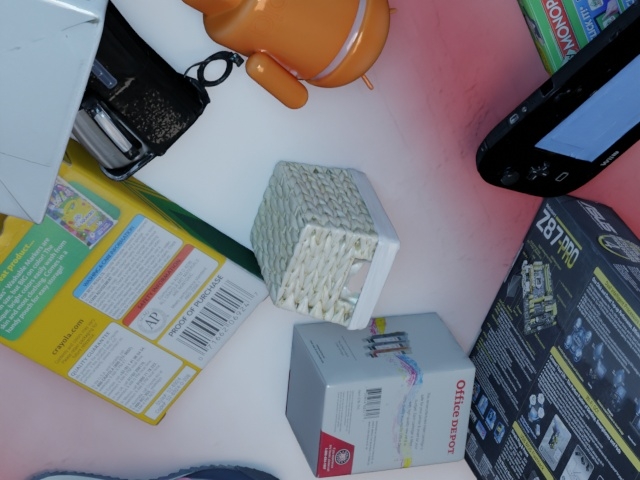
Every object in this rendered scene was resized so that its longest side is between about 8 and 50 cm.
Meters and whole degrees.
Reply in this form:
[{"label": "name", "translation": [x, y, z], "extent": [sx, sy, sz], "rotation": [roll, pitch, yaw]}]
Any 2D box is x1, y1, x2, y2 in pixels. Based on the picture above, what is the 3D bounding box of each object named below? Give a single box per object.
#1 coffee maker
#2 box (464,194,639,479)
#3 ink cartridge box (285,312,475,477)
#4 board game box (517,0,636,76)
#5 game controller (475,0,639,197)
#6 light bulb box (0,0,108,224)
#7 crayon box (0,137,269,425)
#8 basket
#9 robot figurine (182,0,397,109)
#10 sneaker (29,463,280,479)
[{"label": "coffee maker", "translation": [-0.200, -0.176, 1.712], "extent": [0.171, 0.120, 0.178], "rotation": [-52, 127, -15]}, {"label": "box", "translation": [0.282, 0.175, 1.905], "extent": [0.097, 0.395, 0.318], "rotation": [11, 114, -23]}, {"label": "ink cartridge box", "translation": [0.066, 0.169, 1.985], "extent": [0.176, 0.127, 0.128], "rotation": [-4, 120, -17]}, {"label": "board game box", "translation": [0.278, -0.337, 1.813], "extent": [0.213, 0.046, 0.317], "rotation": [-28, 125, -1]}, {"label": "game controller", "translation": [0.308, -0.151, 1.860], "extent": [0.166, 0.067, 0.319], "rotation": [19, 133, -37]}, {"label": "light bulb box", "translation": [-0.333, -0.250, 1.389], "extent": [0.358, 0.361, 0.225], "rotation": [16, 133, -12]}, {"label": "crayon box", "translation": [-0.236, 0.031, 1.825], "extent": [0.323, 0.083, 0.203], "rotation": [33, 104, -32]}, {"label": "basket", "translation": [0.000, 0.000, 1.843], "extent": [0.103, 0.167, 0.113], "rotation": [13, 114, -20]}, {"label": "robot figurine", "translation": [-0.026, -0.222, 1.724], "extent": [0.219, 0.158, 0.128], "rotation": [21, 126, -29]}, {"label": "sneaker", "translation": [-0.176, 0.328, 1.991], "extent": [0.319, 0.131, 0.112], "rotation": [-2, 119, -19]}]
